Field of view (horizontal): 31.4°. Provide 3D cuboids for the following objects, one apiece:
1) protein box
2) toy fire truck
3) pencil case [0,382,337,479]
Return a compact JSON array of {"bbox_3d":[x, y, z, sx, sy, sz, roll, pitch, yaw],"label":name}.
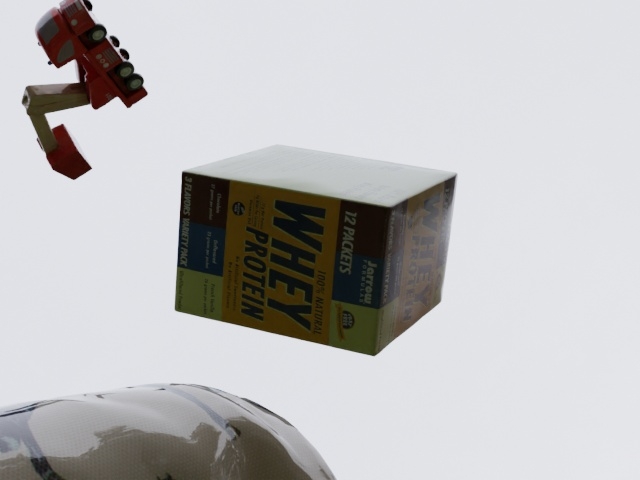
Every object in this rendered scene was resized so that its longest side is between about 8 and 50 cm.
[{"bbox_3d":[0.000,0.000,1.078,0.201,0.200,0.136,11,-74,22],"label":"protein box"},{"bbox_3d":[-0.250,-0.151,1.146,0.135,0.047,0.192,-33,-29,0],"label":"toy fire truck"},{"bbox_3d":[-0.127,0.152,0.385,0.159,0.410,0.184,-21,-99,25],"label":"pencil case"}]
